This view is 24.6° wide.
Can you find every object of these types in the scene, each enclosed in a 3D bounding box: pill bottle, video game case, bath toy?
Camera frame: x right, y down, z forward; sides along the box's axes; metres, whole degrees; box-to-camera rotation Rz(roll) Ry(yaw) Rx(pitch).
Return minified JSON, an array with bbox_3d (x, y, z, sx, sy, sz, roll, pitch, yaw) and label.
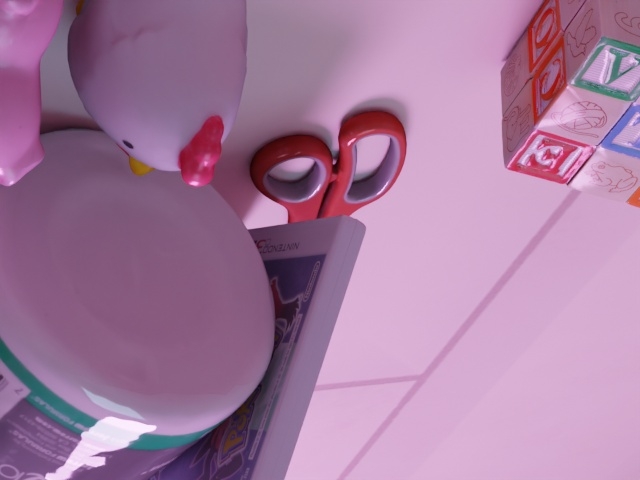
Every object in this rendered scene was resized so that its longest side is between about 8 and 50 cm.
[{"bbox_3d":[-0.208,0.104,0.960,0.204,0.204,0.361,9,144,-39],"label":"pill bottle"},{"bbox_3d":[-0.054,0.084,0.954,0.023,0.201,0.183,25,164,-26],"label":"video game case"},{"bbox_3d":[-0.185,-0.085,0.707,0.348,0.129,0.151,3,146,-34],"label":"bath toy"}]

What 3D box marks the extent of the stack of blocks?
[{"bbox_3d":[0.280,-0.088,0.900,0.297,0.087,0.171,14,141,-14],"label":"stack of blocks"}]

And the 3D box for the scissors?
[{"bbox_3d":[0.000,0.000,1.077,0.109,0.021,0.297,-13,151,-11],"label":"scissors"}]
